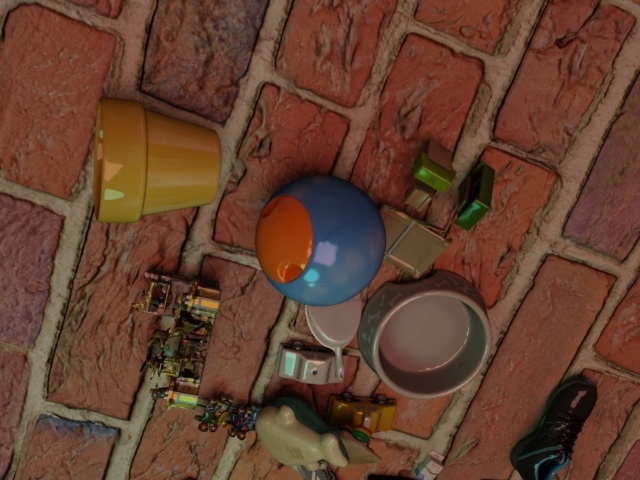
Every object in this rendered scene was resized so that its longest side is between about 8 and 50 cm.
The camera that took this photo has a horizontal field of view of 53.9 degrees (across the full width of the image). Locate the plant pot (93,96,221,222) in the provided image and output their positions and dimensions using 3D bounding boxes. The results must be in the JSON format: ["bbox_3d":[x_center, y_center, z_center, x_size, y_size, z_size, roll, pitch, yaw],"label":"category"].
[{"bbox_3d":[-0.344,-0.161,1.322,0.239,0.254,0.254,1,110,-24],"label":"plant pot"}]

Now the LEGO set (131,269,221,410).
[{"bbox_3d":[-0.350,0.212,1.439,0.192,0.255,0.331,12,104,-11],"label":"LEGO set"}]

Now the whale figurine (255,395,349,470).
[{"bbox_3d":[-0.034,0.478,1.578,0.272,0.141,0.216,-2,120,42],"label":"whale figurine"}]

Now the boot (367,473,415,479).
[{"bbox_3d":[0.194,0.776,1.789,0.189,0.076,0.208,10,101,5],"label":"boot"}]

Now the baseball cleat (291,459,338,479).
[{"bbox_3d":[0.001,0.627,1.702,0.206,0.072,0.109,41,131,-18],"label":"baseball cleat"}]

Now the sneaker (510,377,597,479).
[{"bbox_3d":[0.666,0.538,1.727,0.125,0.139,0.341,25,103,-12],"label":"sneaker"}]

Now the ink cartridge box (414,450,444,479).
[{"bbox_3d":[0.312,0.641,1.780,0.048,0.028,0.083,33,102,-16],"label":"ink cartridge box"}]

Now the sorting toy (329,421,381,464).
[{"bbox_3d":[0.072,0.527,1.639,0.132,0.046,0.274,41,143,-16],"label":"sorting toy"}]

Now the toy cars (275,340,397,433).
[{"bbox_3d":[0.049,0.396,1.632,0.176,0.087,0.394,-40,109,7],"label":"toy cars"}]

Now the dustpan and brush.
[{"bbox_3d":[0.042,0.241,1.571,0.147,0.060,0.211,-6,78,-17],"label":"dustpan and brush"}]

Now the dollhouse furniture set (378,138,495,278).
[{"bbox_3d":[0.242,-0.076,1.502,0.197,0.151,0.301,29,132,-8],"label":"dollhouse furniture set"}]

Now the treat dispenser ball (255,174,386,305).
[{"bbox_3d":[0.000,0.000,1.381,0.288,0.288,0.288,-2,109,-6],"label":"treat dispenser ball"}]

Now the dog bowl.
[{"bbox_3d":[0.273,0.248,1.600,0.349,0.102,0.349,-2,109,-6],"label":"dog bowl"}]

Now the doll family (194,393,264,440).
[{"bbox_3d":[-0.234,0.467,1.632,0.193,0.076,0.111,23,100,-17],"label":"doll family"}]
